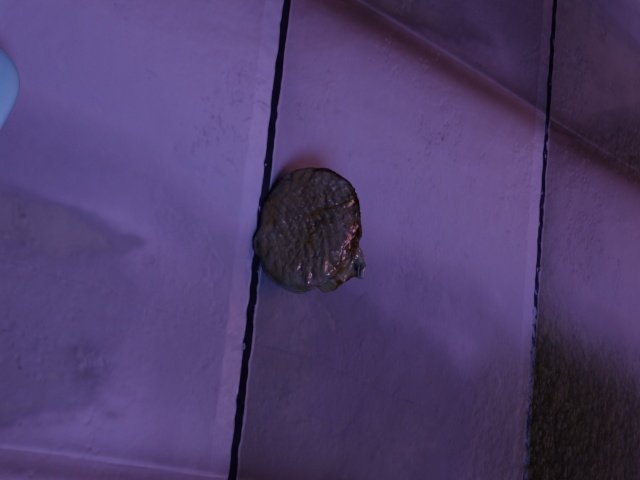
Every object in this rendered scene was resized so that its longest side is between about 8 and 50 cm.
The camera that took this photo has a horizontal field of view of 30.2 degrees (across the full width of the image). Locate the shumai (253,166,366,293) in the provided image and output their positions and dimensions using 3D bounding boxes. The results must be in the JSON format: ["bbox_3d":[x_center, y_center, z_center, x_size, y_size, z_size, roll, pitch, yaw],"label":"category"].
[{"bbox_3d":[0.001,0.000,1.105,0.087,0.098,0.124,45,55,-58],"label":"shumai"}]

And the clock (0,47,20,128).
[{"bbox_3d":[-0.277,-0.088,0.813,0.108,0.045,0.147,41,58,-38],"label":"clock"}]
